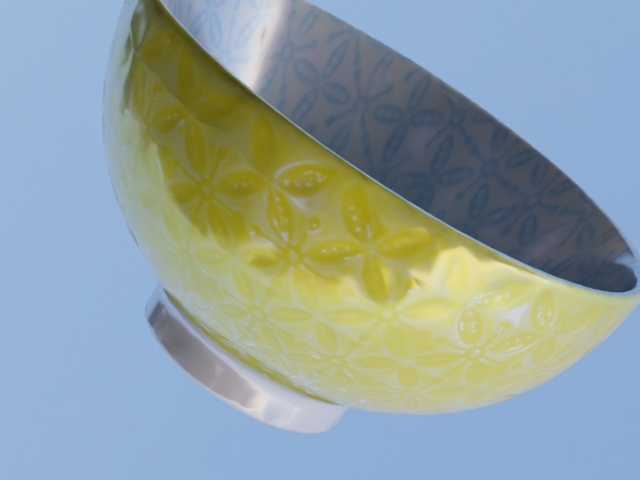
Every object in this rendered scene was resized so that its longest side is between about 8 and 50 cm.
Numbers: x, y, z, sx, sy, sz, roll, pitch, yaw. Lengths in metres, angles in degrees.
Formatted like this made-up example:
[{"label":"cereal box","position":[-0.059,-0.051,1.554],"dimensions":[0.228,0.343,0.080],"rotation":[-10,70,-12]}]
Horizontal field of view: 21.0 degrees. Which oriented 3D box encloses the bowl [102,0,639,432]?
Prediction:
[{"label":"bowl","position":[0.000,0.000,0.857],"dimensions":[0.289,0.289,0.156],"rotation":[45,-69,34]}]
